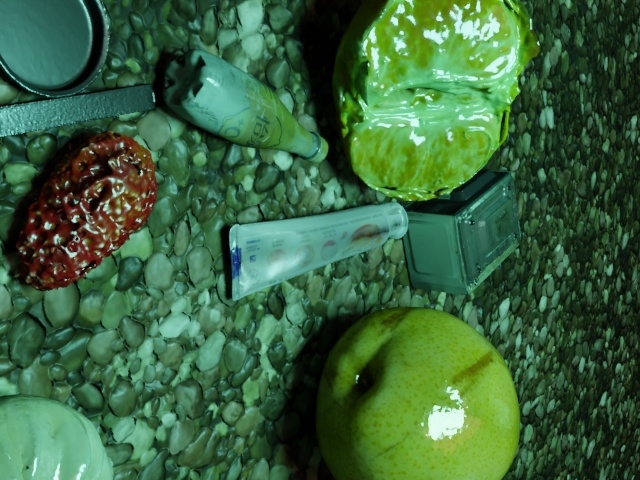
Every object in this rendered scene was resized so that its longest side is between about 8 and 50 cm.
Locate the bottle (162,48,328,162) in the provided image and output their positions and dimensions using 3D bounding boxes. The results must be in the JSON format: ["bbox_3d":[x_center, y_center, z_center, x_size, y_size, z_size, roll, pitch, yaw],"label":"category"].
[{"bbox_3d":[-0.078,-0.149,0.977,0.269,0.083,0.083,23,78,-53],"label":"bottle"}]

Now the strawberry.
[{"bbox_3d":[-0.228,-0.025,0.818,0.121,0.082,0.188,54,53,-43],"label":"strawberry"}]

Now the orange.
[{"bbox_3d":[0.138,-0.228,1.110,0.262,0.196,0.335,-23,139,-21],"label":"orange"}]

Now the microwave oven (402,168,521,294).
[{"bbox_3d":[0.247,-0.021,1.352,0.205,0.129,0.163,-36,123,-42],"label":"microwave oven"}]

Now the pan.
[{"bbox_3d":[-0.287,-0.244,0.749,0.136,0.028,0.235,-55,136,-30],"label":"pan"}]

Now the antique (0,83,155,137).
[{"bbox_3d":[-0.251,-0.136,0.821,0.192,0.015,0.031,-22,113,-46],"label":"antique"}]

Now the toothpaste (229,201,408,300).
[{"bbox_3d":[0.000,0.000,1.112,0.323,0.066,0.100,-15,112,-44],"label":"toothpaste"}]

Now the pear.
[{"bbox_3d":[0.136,0.243,1.143,0.314,0.314,0.315,-11,104,-49],"label":"pear"}]

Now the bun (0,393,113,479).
[{"bbox_3d":[-0.295,0.270,0.723,0.259,0.160,0.259,-11,106,-46],"label":"bun"}]
